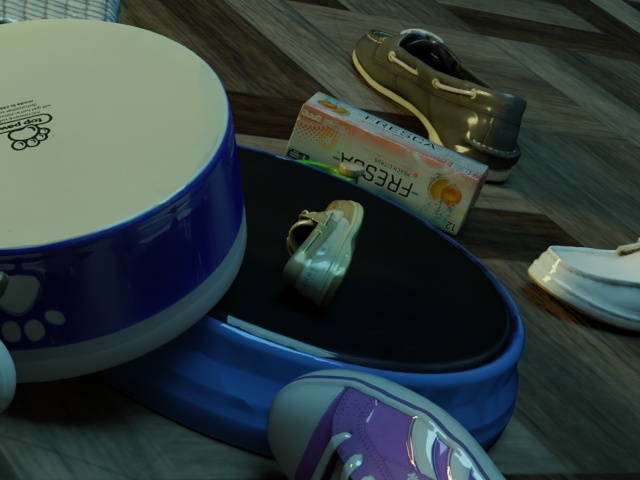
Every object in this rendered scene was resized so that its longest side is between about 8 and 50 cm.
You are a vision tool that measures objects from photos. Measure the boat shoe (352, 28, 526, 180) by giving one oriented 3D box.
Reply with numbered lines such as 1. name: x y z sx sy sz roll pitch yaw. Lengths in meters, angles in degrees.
1. boat shoe: 0.136 -0.175 1.966 0.112 0.095 0.335 10 24 -27

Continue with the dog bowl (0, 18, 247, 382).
1. dog bowl: -0.183 -0.033 1.161 0.265 0.104 0.265 -3 38 2

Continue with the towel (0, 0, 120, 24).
1. towel: -0.314 -0.175 1.517 0.284 0.121 0.235 15 20 -12

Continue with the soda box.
1. soda box: 0.062 -0.073 1.694 0.183 0.063 0.058 25 21 7

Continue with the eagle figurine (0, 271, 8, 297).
1. eagle figurine: -0.289 0.043 0.882 0.298 0.225 0.226 6 -15 41

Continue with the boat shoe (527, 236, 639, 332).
1. boat shoe: 0.319 0.029 1.642 0.277 0.096 0.098 10 24 -27

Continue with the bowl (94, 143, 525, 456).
1. bowl: -0.031 0.032 1.334 0.391 0.077 0.391 18 21 -7

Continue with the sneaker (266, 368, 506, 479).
1. sneaker: 0.035 0.171 1.029 0.161 0.102 0.282 -7 35 -46

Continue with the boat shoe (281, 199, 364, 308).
1. boat shoe: 0.000 0.000 1.263 0.045 0.050 0.135 25 21 -5

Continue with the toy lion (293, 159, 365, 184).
1. toy lion: -0.016 -0.053 1.624 0.096 0.034 0.100 16 20 8

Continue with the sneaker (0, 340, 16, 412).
1. sneaker: -0.291 0.064 1.023 0.217 0.079 0.121 22 24 21
